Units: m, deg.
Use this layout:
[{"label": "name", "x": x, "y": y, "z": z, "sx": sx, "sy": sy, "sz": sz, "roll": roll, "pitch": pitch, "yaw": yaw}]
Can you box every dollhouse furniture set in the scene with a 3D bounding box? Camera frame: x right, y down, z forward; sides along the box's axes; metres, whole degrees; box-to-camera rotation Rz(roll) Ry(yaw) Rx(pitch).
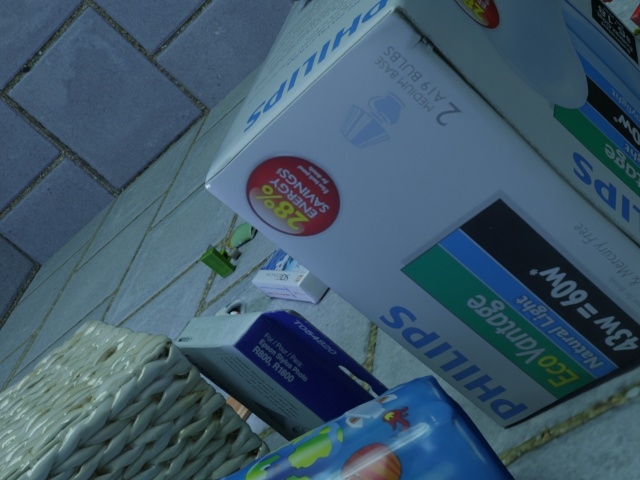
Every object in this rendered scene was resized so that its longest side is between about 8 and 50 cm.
[{"label": "dollhouse furniture set", "x": -0.173, "y": 0.000, "z": 1.809, "sx": 0.076, "sy": 0.058, "sz": 0.152, "roll": -31, "pitch": 25, "yaw": 39}]

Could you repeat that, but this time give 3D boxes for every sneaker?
[{"label": "sneaker", "x": -0.148, "y": 0.146, "z": 1.463, "sx": 0.075, "sy": 0.057, "sz": 0.161, "roll": -45, "pitch": 15, "yaw": 24}]

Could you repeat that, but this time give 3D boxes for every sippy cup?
[{"label": "sippy cup", "x": 0.038, "y": 0.223, "z": 0.684, "sx": 0.224, "sy": 0.240, "sz": 0.305, "roll": -36, "pitch": 44, "yaw": 2}]

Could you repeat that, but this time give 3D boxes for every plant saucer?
[{"label": "plant saucer", "x": -0.118, "y": 0.231, "z": 1.298, "sx": 0.083, "sy": 0.013, "sz": 0.083, "roll": -42, "pitch": 19, "yaw": 18}]

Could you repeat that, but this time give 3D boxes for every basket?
[{"label": "basket", "x": -0.230, "y": 0.278, "z": 0.980, "sx": 0.331, "sy": 0.266, "sz": 0.328, "roll": -41, "pitch": 17, "yaw": -22}]

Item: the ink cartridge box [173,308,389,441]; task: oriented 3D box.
[{"label": "ink cartridge box", "x": -0.012, "y": 0.150, "z": 0.902, "sx": 0.045, "sy": 0.223, "sz": 0.224, "roll": -56, "pitch": 19, "yaw": -23}]

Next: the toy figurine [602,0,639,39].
[{"label": "toy figurine", "x": 0.229, "y": -0.223, "z": 1.191, "sx": 0.217, "sy": 0.191, "sz": 0.362, "roll": -55, "pitch": 18, "yaw": -7}]

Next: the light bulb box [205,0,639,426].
[{"label": "light bulb box", "x": 0.140, "y": -0.101, "z": 0.857, "sx": 0.225, "sy": 0.358, "sz": 0.361, "roll": -38, "pitch": 22, "yaw": 35}]

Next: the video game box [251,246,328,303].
[{"label": "video game box", "x": 0.000, "y": 0.000, "z": 1.450, "sx": 0.205, "sy": 0.048, "sz": 0.187, "roll": -54, "pitch": 22, "yaw": -17}]
